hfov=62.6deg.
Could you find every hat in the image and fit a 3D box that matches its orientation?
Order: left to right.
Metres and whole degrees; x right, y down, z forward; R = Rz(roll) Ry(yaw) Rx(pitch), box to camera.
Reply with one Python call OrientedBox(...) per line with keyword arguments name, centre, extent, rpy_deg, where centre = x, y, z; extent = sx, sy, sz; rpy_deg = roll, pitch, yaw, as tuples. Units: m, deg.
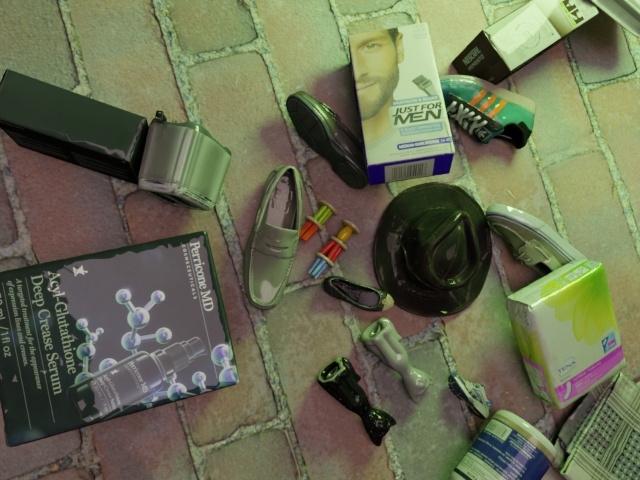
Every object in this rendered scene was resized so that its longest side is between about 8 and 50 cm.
OrientedBox(name="hat", centre=(0.283, 0.014, 1.208), extent=(0.332, 0.134, 0.331), rpy_deg=(1, 83, -11))

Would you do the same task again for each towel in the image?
OrientedBox(name="towel", centre=(0.737, 0.508, 1.286), extent=(0.324, 0.056, 0.312), rpy_deg=(43, 77, -4))

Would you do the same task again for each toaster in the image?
OrientedBox(name="toaster", centre=(-0.277, -0.150, 1.065), extent=(0.129, 0.227, 0.146), rpy_deg=(10, 82, 14))

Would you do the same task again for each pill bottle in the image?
OrientedBox(name="pill bottle", centre=(0.382, 0.523, 1.160), extent=(0.153, 0.153, 0.264), rpy_deg=(43, 78, -4))

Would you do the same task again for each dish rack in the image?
OrientedBox(name="dish rack", centre=(0.734, -0.700, 1.332), extent=(0.286, 0.072, 0.332), rpy_deg=(16, 59, -29))

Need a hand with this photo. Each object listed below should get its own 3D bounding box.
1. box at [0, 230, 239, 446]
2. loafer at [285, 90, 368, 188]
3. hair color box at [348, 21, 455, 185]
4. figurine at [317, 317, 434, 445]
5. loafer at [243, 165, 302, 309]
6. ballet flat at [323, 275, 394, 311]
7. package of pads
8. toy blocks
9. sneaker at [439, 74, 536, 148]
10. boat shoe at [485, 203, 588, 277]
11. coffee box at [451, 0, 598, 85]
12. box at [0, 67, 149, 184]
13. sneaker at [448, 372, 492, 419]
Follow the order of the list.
OrientedBox(name="box", centre=(-0.382, 0.173, 1.009), extent=(0.396, 0.212, 0.293), rpy_deg=(-13, 86, -14))
OrientedBox(name="loafer", centre=(0.030, -0.240, 1.216), extent=(0.267, 0.096, 0.084), rpy_deg=(49, 57, -10))
OrientedBox(name="hair color box", centre=(0.173, -0.306, 1.174), extent=(0.185, 0.110, 0.338), rpy_deg=(-8, 69, 4))
OrientedBox(name="figurine", centre=(0.137, 0.316, 1.173), extent=(0.215, 0.092, 0.209), rpy_deg=(-41, 101, -14))
OrientedBox(name="loafer", centre=(-0.101, -0.009, 1.139), extent=(0.112, 0.111, 0.319), rpy_deg=(8, 82, -11))
OrientedBox(name="ballet flat", centre=(0.087, 0.125, 1.195), extent=(0.173, 0.049, 0.057), rpy_deg=(17, 81, -10))
OrientedBox(name="package of pads", centre=(0.572, 0.218, 1.229), extent=(0.229, 0.101, 0.296), rpy_deg=(-26, 106, -14))
OrientedBox(name="toy blocks", centre=(0.000, 0.000, 1.189), extent=(0.123, 0.054, 0.148), rpy_deg=(40, 78, -6))
OrientedBox(name="sneaker", centre=(0.387, -0.308, 1.279), extent=(0.303, 0.108, 0.120), rpy_deg=(12, 77, -12))
OrientedBox(name="boat shoe", centre=(0.520, 0.019, 1.272), extent=(0.302, 0.109, 0.094), rpy_deg=(32, 80, -10))
OrientedBox(name="coffee box", centre=(0.497, -0.498, 1.294), extent=(0.297, 0.168, 0.118), rpy_deg=(-35, 91, -14))
OrientedBox(name="box", centre=(-0.480, -0.215, 1.046), extent=(0.261, 0.184, 0.103), rpy_deg=(18, 81, -10))
OrientedBox(name="sneaker", centre=(0.352, 0.352, 1.231), extent=(0.058, 0.052, 0.135), rpy_deg=(-45, 101, -23))
